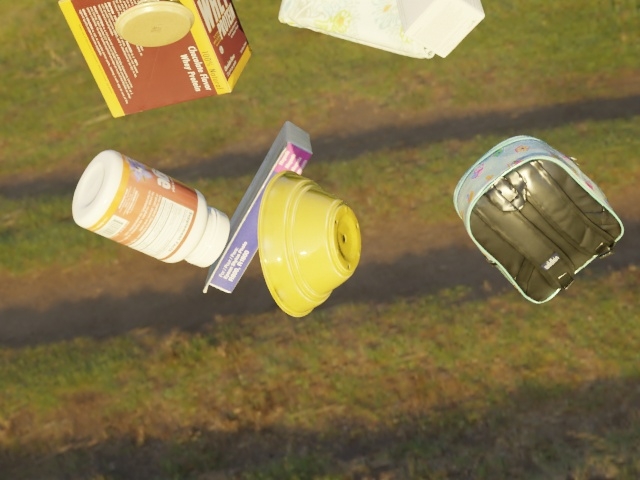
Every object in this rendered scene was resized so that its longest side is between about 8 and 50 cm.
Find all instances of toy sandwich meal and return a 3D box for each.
[{"bbox_3d":[-0.161,-0.217,1.058,0.086,0.085,0.029,-13,72,5],"label":"toy sandwich meal"}]

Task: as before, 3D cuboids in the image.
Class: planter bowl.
[{"bbox_3d":[0.000,0.000,1.573,0.090,0.217,0.217,-6,30,26],"label":"planter bowl"}]

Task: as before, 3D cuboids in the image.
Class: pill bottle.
[{"bbox_3d":[-0.247,-0.040,1.609,0.121,0.216,0.121,-32,45,39],"label":"pill bottle"}]

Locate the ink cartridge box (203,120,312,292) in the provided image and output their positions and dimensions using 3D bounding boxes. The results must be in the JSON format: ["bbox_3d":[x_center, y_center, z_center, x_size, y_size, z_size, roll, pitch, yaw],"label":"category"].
[{"bbox_3d":[-0.120,-0.062,2.156,0.071,0.324,0.330,29,13,-10],"label":"ink cartridge box"}]

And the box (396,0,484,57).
[{"bbox_3d":[0.186,-0.365,1.699,0.102,0.087,0.101,-44,36,34],"label":"box"}]

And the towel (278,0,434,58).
[{"bbox_3d":[0.102,-0.522,1.991,0.374,0.320,0.090,23,7,36],"label":"towel"}]

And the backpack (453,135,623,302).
[{"bbox_3d":[0.266,-0.041,1.378,0.166,0.188,0.144,-42,32,19],"label":"backpack"}]

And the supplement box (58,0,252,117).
[{"bbox_3d":[-0.233,-0.306,1.566,0.194,0.191,0.129,-10,33,20],"label":"supplement box"}]
